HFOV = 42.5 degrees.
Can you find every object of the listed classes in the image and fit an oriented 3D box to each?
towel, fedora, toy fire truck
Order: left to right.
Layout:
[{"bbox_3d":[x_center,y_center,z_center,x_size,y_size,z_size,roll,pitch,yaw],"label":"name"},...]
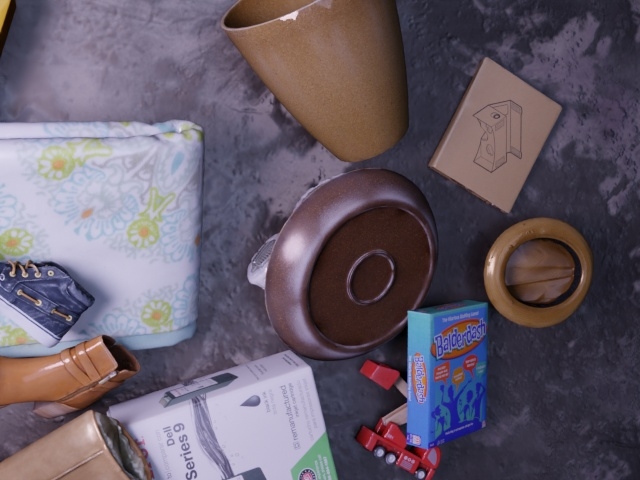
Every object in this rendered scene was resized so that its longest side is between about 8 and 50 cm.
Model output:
[{"bbox_3d":[-0.337,0.006,1.049,0.375,0.090,0.320,-4,125,-19],"label":"towel"},{"bbox_3d":[0.128,0.290,1.324,0.192,0.047,0.135,32,83,-20],"label":"toy fire truck"},{"bbox_3d":[0.350,0.049,1.357,0.194,0.079,0.194,-1,96,-12],"label":"fedora"}]

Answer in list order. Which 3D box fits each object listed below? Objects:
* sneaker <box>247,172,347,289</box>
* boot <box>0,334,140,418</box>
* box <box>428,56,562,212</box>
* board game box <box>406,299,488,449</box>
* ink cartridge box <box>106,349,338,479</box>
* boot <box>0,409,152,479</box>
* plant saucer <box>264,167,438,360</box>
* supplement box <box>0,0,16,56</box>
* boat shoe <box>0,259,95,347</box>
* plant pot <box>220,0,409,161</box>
[{"bbox_3d":[0.000,0.000,1.239,0.232,0.090,0.115,-47,116,-1],"label":"sneaker"},{"bbox_3d":[-0.342,0.161,1.059,0.152,0.073,0.197,-27,149,14],"label":"boot"},{"bbox_3d":[0.286,-0.170,1.344,0.164,0.021,0.201,28,87,-19],"label":"box"},{"bbox_3d":[0.203,0.207,1.305,0.160,0.047,0.210,-6,97,-45],"label":"board game box"},{"bbox_3d":[-0.140,0.308,1.195,0.289,0.121,0.211,-16,100,-16],"label":"ink cartridge box"},{"bbox_3d":[-0.390,0.282,1.068,0.270,0.089,0.236,-28,109,14],"label":"boot"},{"bbox_3d":[0.064,0.048,1.221,0.311,0.050,0.310,-15,118,-30],"label":"plant saucer"},{"bbox_3d":[-0.501,-0.245,1.011,0.194,0.129,0.191,18,90,-20],"label":"supplement box"},{"bbox_3d":[-0.359,0.045,0.982,0.083,0.065,0.183,-47,124,-6],"label":"boat shoe"},{"bbox_3d":[0.025,-0.245,1.155,0.237,0.237,0.254,-35,119,-12],"label":"plant pot"}]
